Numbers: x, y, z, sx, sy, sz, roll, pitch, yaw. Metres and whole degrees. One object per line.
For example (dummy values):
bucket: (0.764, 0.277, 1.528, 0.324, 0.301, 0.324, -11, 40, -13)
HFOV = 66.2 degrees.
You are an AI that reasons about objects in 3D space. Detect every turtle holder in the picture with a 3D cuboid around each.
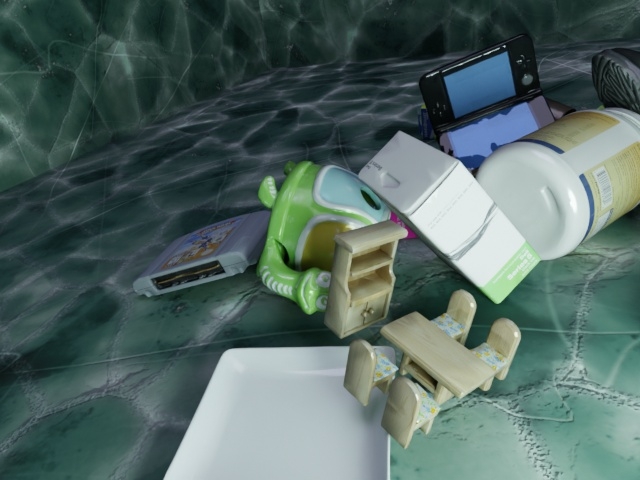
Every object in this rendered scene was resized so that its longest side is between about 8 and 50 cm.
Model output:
turtle holder: (0.005, -0.019, 0.912, 0.227, 0.244, 0.320, 13, 8, 11)

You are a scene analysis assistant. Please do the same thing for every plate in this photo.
plate: (-0.040, 0.250, 0.655, 0.277, 0.045, 0.277, -4, 30, 12)

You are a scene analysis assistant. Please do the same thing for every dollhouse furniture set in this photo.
dollhouse furniture set: (0.123, 0.102, 0.668, 0.212, 0.161, 0.242, -16, 37, -35)

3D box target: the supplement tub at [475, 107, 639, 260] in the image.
supplement tub: (0.483, -0.120, 0.953, 0.316, 0.229, 0.228, -26, 32, -26)

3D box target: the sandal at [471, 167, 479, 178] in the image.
sandal: (0.369, -0.124, 1.196, 0.180, 0.049, 0.072, -41, 33, -20)

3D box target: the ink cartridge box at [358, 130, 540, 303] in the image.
ink cartridge box: (0.217, -0.041, 0.844, 0.115, 0.273, 0.198, -47, 32, 5)

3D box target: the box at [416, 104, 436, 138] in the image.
box: (0.397, -0.384, 1.581, 0.178, 0.109, 0.042, 5, 34, 26)

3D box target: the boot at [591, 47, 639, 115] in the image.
boot: (0.829, -0.338, 0.938, 0.444, 0.146, 0.367, -27, 54, 8)

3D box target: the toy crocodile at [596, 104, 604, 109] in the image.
toy crocodile: (0.649, -0.238, 1.163, 0.340, 0.105, 0.115, -38, 75, -14)

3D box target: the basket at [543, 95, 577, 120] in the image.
basket: (0.578, -0.337, 1.378, 0.154, 0.204, 0.226, -45, 48, -14)

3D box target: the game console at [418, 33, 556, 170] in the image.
game console: (0.432, -0.335, 1.253, 0.292, 0.250, 0.173, -20, 36, 14)

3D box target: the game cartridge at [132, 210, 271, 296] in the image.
game cartridge: (-0.240, 0.023, 1.049, 0.297, 0.062, 0.198, -16, 29, 25)

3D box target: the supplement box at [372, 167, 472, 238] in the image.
supplement box: (0.229, -0.081, 1.090, 0.219, 0.111, 0.114, -6, 29, 10)
